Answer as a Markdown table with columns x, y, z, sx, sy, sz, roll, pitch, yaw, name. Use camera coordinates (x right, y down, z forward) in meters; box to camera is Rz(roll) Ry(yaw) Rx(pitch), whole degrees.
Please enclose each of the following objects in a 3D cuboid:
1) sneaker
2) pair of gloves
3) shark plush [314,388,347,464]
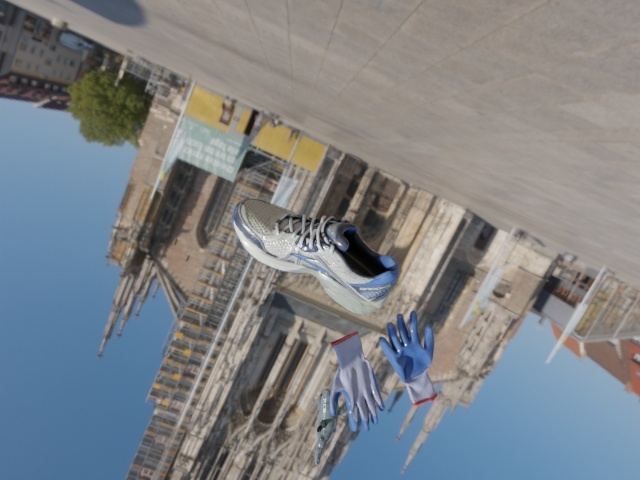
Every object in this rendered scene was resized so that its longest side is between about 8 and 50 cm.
| x | y | z | sx | sy | sz | roll | pitch | yaw | name |
| --- | --- | --- | --- | --- | --- | --- | --- | --- | --- |
| 0.000 | 0.000 | 0.340 | 0.135 | 0.058 | 0.052 | 28 | -128 | -5 | sneaker |
| 0.098 | 0.203 | 0.705 | 0.198 | 0.159 | 0.023 | -18 | -172 | -18 | pair of gloves |
| 0.001 | 0.413 | 1.029 | 0.073 | 0.161 | 0.067 | 22 | 173 | 22 | shark plush |
